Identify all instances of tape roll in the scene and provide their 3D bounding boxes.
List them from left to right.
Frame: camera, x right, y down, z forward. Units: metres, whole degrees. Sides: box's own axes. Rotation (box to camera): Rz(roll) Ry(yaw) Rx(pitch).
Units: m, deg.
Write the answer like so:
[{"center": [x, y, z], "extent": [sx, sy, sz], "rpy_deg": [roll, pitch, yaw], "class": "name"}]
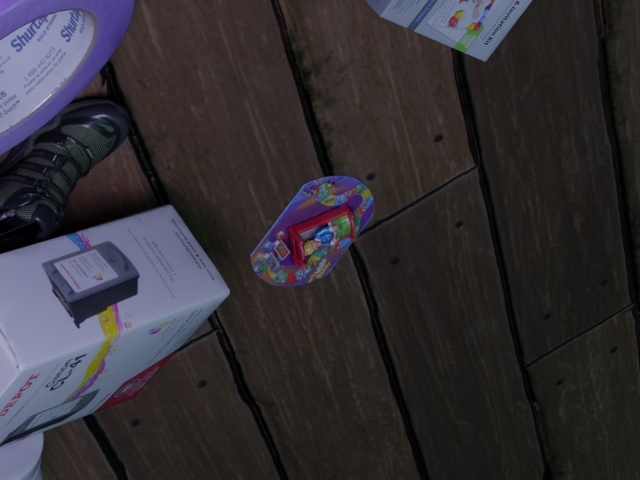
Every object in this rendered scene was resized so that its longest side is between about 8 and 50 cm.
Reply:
[{"center": [-0.300, -0.172, 1.618], "extent": [0.275, 0.090, 0.275], "rpy_deg": [-39, 168, -10], "class": "tape roll"}]

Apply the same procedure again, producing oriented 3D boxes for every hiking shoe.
[{"center": [-0.277, -0.050, 1.827], "extent": [0.227, 0.114, 0.086], "rpy_deg": [-35, 142, -2], "class": "hiking shoe"}]

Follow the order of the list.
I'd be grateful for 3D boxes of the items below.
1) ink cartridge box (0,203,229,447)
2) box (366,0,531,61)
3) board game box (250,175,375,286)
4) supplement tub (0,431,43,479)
[{"center": [-0.276, 0.099, 1.862], "extent": [0.306, 0.131, 0.226], "rpy_deg": [-21, 161, -49], "class": "ink cartridge box"}, {"center": [0.158, -0.285, 1.983], "extent": [0.186, 0.038, 0.145], "rpy_deg": [16, 118, -46], "class": "box"}, {"center": [0.000, 0.000, 2.152], "extent": [0.133, 0.033, 0.169], "rpy_deg": [18, 117, -46], "class": "board game box"}, {"center": [-0.435, 0.319, 1.980], "extent": [0.235, 0.235, 0.325], "rpy_deg": [-5, 131, -34], "class": "supplement tub"}]
